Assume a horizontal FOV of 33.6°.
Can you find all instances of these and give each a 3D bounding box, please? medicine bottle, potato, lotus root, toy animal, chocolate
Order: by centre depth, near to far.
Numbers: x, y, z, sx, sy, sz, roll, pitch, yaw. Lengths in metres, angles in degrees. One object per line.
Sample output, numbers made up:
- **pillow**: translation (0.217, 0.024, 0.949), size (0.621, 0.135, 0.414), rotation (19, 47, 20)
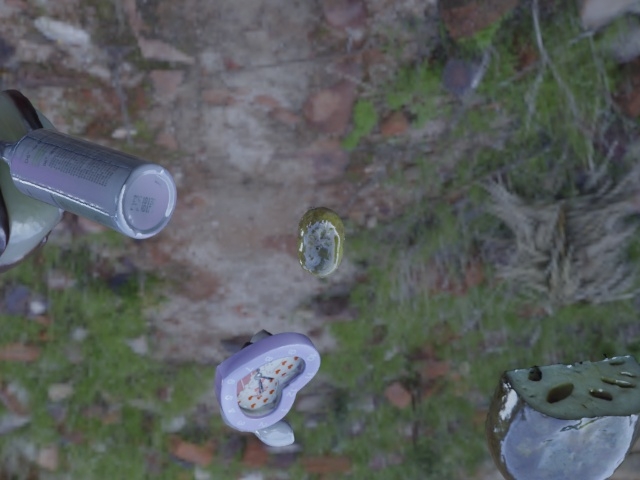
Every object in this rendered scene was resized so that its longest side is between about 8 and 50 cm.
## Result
- **medicine bottle**: translation (-0.194, -0.052, 0.808), size (0.199, 0.057, 0.058), rotation (19, 174, 38)
- **chocolate**: translation (-0.472, -0.099, 1.473), size (0.284, 0.283, 0.186), rotation (9, 152, -29)
- **lotus root**: translation (0.404, 0.338, 1.775), size (0.267, 0.149, 0.260), rotation (-3, 129, -23)
- **toy animal**: translation (-0.101, 0.274, 1.982), size (0.127, 0.193, 0.178), rotation (38, 166, -35)
- **potato**: translation (0.000, 0.000, 1.997), size (0.092, 0.070, 0.137), rotation (8, 116, 7)

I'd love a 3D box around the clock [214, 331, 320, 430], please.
- **clock**: translation (-0.105, 0.225, 1.774), size (0.172, 0.064, 0.198), rotation (17, 116, -39)
